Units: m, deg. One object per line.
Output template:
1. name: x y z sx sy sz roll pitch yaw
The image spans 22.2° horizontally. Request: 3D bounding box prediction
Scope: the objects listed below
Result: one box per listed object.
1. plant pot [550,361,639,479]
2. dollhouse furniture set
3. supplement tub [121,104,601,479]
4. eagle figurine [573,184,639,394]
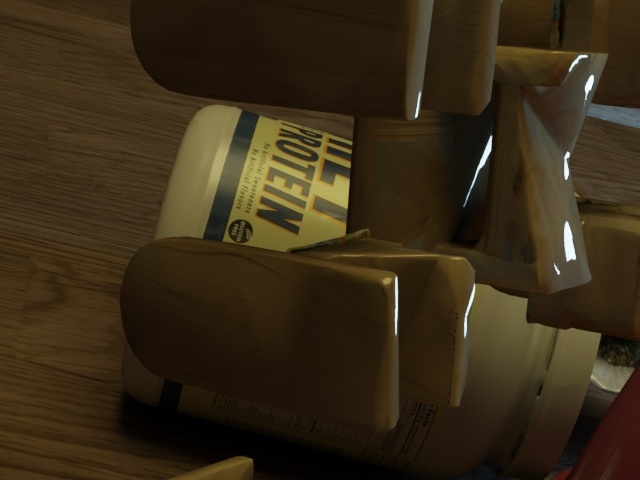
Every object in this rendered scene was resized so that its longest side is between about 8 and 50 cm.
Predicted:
1. plant pot: 0.265 0.172 1.141 0.201 0.180 0.201 15 17 -5
2. dollhouse furniture set: 0.016 0.035 0.887 0.256 0.394 0.362 10 10 32
3. supplement tub: 0.032 0.047 1.235 0.325 0.235 0.235 15 16 -3
4. eagle figurine: 0.279 0.083 1.464 0.225 0.298 0.226 -17 56 -12
